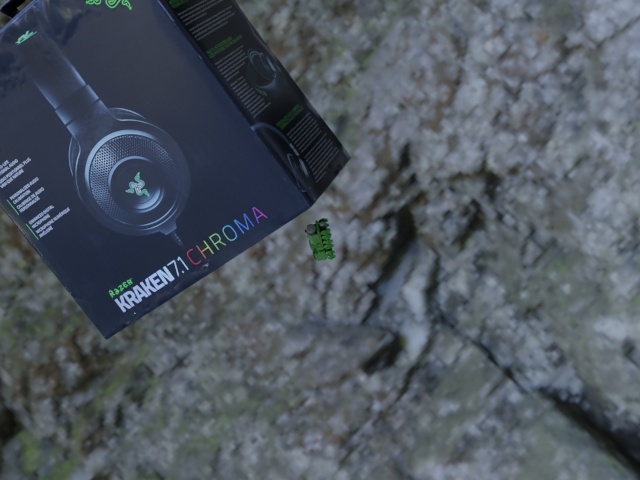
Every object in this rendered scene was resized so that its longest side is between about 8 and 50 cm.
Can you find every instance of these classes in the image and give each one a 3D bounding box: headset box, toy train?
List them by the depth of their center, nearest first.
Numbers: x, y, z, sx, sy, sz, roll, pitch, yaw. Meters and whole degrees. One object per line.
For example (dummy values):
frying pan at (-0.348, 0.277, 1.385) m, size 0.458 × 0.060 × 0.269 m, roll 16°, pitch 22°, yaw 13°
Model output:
headset box at (-0.162, -0.103, 1.001) m, size 0.246 × 0.283 × 0.131 m, roll -31°, pitch 10°, yaw 26°
toy train at (0.000, 0.000, 1.118) m, size 0.023 × 0.017 × 0.083 m, roll -10°, pitch -22°, yaw 2°
